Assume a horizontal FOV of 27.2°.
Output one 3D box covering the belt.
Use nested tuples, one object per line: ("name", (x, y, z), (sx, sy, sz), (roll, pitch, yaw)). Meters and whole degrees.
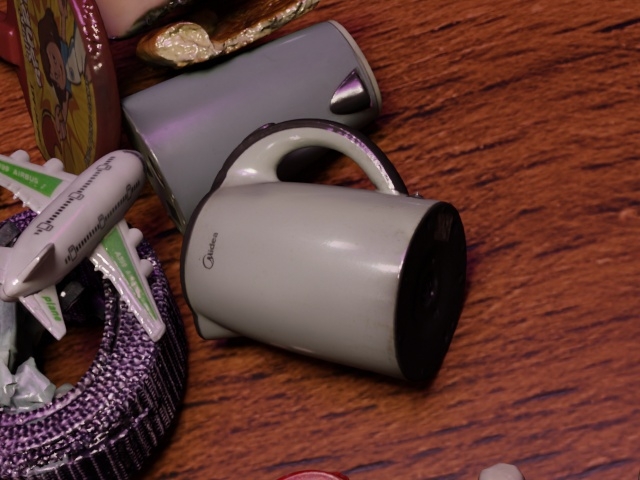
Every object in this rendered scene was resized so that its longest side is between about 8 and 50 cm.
("belt", (-0.261, 0.104, 1.253), (0.260, 0.122, 0.325), (-10, 48, 6))

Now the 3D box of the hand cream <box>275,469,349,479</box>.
("hand cream", (0.009, 0.282, 1.006), (0.193, 0.125, 0.193), (-33, 40, 34))

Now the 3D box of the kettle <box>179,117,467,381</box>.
("kettle", (0.000, 0.000, 1.209), (0.236, 0.161, 0.221), (9, 92, 27))

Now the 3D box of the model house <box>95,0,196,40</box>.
("model house", (-0.177, -0.317, 1.438), (0.183, 0.172, 0.166), (-32, 91, 25))

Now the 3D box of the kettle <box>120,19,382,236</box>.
("kettle", (-0.075, -0.130, 1.369), (0.243, 0.160, 0.210), (-29, 25, -12))

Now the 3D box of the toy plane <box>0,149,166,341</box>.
("toy plane", (-0.229, -0.012, 1.201), (0.101, 0.251, 0.255), (-43, 9, 33))

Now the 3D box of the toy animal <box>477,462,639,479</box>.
("toy animal", (0.184, 0.352, 0.890), (0.194, 0.302, 0.344), (-2, 27, 14))

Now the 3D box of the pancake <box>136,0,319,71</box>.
("pancake", (-0.084, -0.240, 1.383), (0.244, 0.057, 0.266), (-24, 15, 16))

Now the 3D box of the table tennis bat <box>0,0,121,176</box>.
("table tennis bat", (-0.300, -0.200, 1.428), (0.051, 0.268, 0.415), (-15, 23, -25))
